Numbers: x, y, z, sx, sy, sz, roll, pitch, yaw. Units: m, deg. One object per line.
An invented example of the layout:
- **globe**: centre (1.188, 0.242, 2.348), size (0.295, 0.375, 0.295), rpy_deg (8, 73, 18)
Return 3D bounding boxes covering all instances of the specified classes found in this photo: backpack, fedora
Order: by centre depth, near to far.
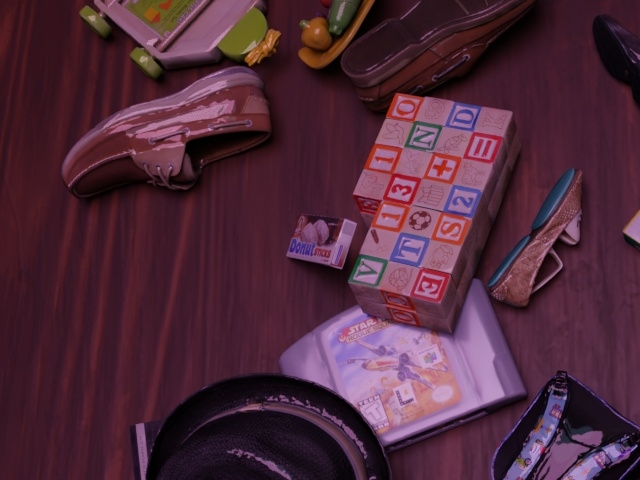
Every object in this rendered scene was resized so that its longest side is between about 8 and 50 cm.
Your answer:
- **backpack**: centre (0.302, 0.274, 1.749), size (0.158, 0.117, 0.173), rpy_deg (37, 83, 23)
- **fedora**: centre (-0.083, 0.320, 1.781), size (0.334, 0.152, 0.334), rpy_deg (0, 89, 16)

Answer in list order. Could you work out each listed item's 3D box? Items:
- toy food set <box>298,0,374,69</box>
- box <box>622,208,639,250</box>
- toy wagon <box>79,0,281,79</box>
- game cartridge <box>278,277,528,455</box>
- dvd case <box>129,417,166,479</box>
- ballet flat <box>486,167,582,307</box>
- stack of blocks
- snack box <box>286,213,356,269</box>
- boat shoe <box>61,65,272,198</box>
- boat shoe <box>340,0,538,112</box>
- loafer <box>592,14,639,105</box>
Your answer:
- **toy food set**: centre (0.024, -0.352, 2.039), size (0.071, 0.128, 0.218), rpy_deg (34, 76, -22)
- **box**: centre (0.488, -0.046, 1.855), size (0.105, 0.043, 0.179), rpy_deg (38, 87, 24)
- **toy wagon**: centre (-0.189, -0.361, 2.138), size (0.344, 0.068, 0.267), rpy_deg (41, 85, 23)
- **game cartridge**: centre (0.100, 0.170, 1.878), size (0.297, 0.062, 0.198), rpy_deg (-23, 71, 6)
- **dvd case**: centre (-0.144, 0.307, 1.913), size (0.221, 0.018, 0.165), rpy_deg (-13, 69, 10)
- **ballet flat**: centre (0.300, 0.002, 1.885), size (0.067, 0.073, 0.206), rpy_deg (36, 85, -4)
- **stack of blocks**: centre (0.136, -0.041, 1.888), size (0.171, 0.087, 0.297), rpy_deg (12, 64, 24)
- **snack box**: centre (0.000, 0.000, 1.908), size (0.022, 0.178, 0.064), rpy_deg (18, 87, -20)
- **boat shoe**: centre (-0.218, -0.133, 2.037), size (0.324, 0.123, 0.116), rpy_deg (-26, 68, 7)
- **boat shoe**: centre (0.179, -0.288, 1.994), size (0.307, 0.104, 0.111), rpy_deg (-27, 46, 7)
- **loafer**: centre (0.432, -0.244, 1.938), size (0.061, 0.062, 0.170), rpy_deg (-24, 68, -18)
